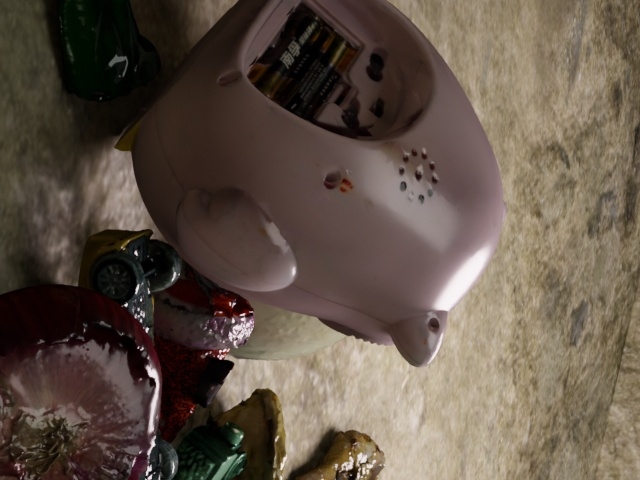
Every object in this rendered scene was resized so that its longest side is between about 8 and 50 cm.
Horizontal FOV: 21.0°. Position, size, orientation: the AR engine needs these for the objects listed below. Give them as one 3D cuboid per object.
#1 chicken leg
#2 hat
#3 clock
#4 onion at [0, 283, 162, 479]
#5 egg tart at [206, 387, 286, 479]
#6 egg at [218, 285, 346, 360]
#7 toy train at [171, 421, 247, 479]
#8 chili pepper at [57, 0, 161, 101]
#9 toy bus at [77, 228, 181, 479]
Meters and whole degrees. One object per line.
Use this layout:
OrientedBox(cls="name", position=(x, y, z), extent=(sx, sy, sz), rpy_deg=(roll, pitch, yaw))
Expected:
OrientedBox(cls="chicken leg", position=(0.021, 0.306, 2.311), extent=(0.198, 0.069, 0.085), rpy_deg=(-16, 135, -57))
OrientedBox(cls="hat", position=(-0.144, 0.142, 1.841), extent=(0.129, 0.140, 0.227), rpy_deg=(9, 102, -39))
OrientedBox(cls="clock", position=(0.020, -0.080, 1.739), extent=(0.250, 0.376, 0.368), rpy_deg=(-43, -168, 46))
OrientedBox(cls="onion", position=(-0.251, 0.148, 1.519), extent=(0.161, 0.248, 0.248), rpy_deg=(-114, -162, -65))
OrientedBox(cls="egg tart", position=(-0.084, 0.268, 1.976), extent=(0.212, 0.090, 0.212), rpy_deg=(178, -90, -81))
OrientedBox(cls="egg", position=(0.000, 0.000, 2.006), extent=(0.337, 0.201, 0.337), rpy_deg=(-29, 124, -58))
OrientedBox(cls="toy train", position=(-0.145, 0.270, 1.865), extent=(0.172, 0.070, 0.099), rpy_deg=(-57, 164, 14))
OrientedBox(cls="chili pepper", position=(-0.215, -0.225, 1.634), extent=(0.108, 0.062, 0.216), rpy_deg=(-60, 146, -40))
OrientedBox(cls="toy bus", position=(-0.211, 0.157, 1.669), extent=(0.121, 0.123, 0.335), rpy_deg=(-32, 124, -74))
